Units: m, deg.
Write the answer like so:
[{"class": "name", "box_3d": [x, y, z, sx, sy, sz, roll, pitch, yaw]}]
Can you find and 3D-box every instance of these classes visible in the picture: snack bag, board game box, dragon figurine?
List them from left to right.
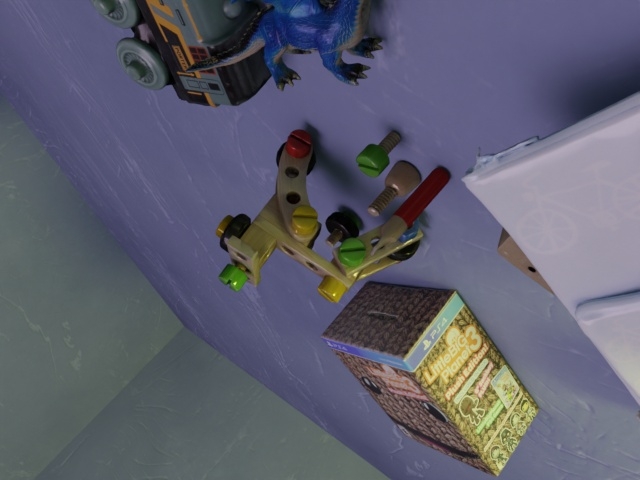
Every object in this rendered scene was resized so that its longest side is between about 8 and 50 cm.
[{"class": "dragon figurine", "box_3d": [-0.027, -0.230, 0.568, 0.289, 0.085, 0.144, 10, 146, 30]}, {"class": "board game box", "box_3d": [0.184, 0.227, 0.995, 0.291, 0.141, 0.232, 52, 156, -20]}, {"class": "snack bag", "box_3d": [0.319, 0.015, 0.403, 0.323, 0.037, 0.342, -25, 113, 45]}]

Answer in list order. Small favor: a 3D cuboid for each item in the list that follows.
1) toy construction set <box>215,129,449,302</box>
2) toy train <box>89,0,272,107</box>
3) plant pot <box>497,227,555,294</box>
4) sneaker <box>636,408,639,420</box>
[{"class": "toy construction set", "box_3d": [0.000, 0.000, 0.774, 0.257, 0.237, 0.309, 49, 156, -13]}, {"class": "toy train", "box_3d": [-0.176, -0.305, 0.679, 0.190, 0.142, 0.334, 15, 144, 28]}, {"class": "plant pot", "box_3d": [0.233, -0.013, 0.551, 0.109, 0.096, 0.109, 38, 158, 11]}, {"class": "sneaker", "box_3d": [0.422, 0.201, 0.667, 0.075, 0.057, 0.161, 29, 157, 18]}]
